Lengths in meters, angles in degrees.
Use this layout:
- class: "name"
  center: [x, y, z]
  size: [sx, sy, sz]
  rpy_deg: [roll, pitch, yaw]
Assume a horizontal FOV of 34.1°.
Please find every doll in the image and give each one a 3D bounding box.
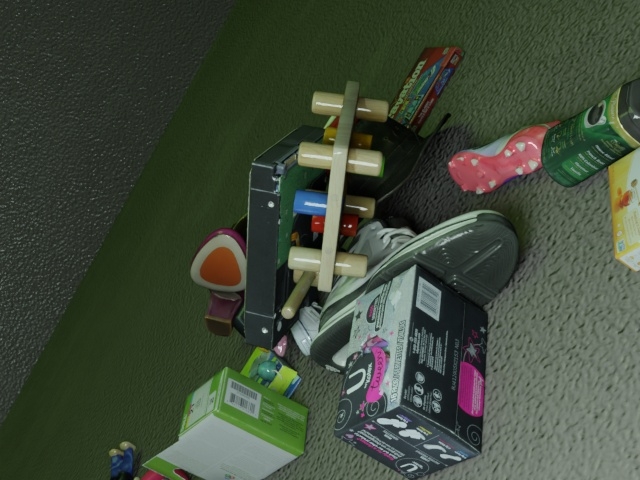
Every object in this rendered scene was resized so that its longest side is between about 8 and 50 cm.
- class: "doll"
  center: [-0.456, 0.555, 2.358]
  size: [0.129, 0.046, 0.189]
  rpy_deg: [-35, 37, 24]

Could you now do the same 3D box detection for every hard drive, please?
- class: "hard drive"
  center: [-0.120, 0.119, 2.113]
  size: [0.172, 0.054, 0.255]
  rpy_deg: [-62, -1, -9]
- class: "hard drive"
  center: [-0.060, -0.010, 1.825]
  size: [0.237, 0.064, 0.339]
  rpy_deg: [-48, -34, -59]

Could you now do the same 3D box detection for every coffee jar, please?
- class: "coffee jar"
  center: [0.409, -0.154, 1.501]
  size: [0.184, 0.079, 0.096]
  rpy_deg: [-32, 31, 47]

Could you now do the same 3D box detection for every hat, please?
- class: "hat"
  center: [0.095, -0.149, 1.922]
  size: [0.331, 0.134, 0.331]
  rpy_deg: [-48, 3, 3]

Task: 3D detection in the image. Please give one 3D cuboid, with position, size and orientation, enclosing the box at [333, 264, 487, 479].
- class: "box"
  center: [0.132, 0.191, 1.508]
  size: [0.142, 0.163, 0.247]
  rpy_deg: [-35, 32, 39]

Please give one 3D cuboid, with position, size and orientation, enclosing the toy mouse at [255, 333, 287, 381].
- class: "toy mouse"
  center: [-0.094, 0.209, 1.947]
  size: [0.143, 0.031, 0.161]
  rpy_deg: [-103, 33, -52]

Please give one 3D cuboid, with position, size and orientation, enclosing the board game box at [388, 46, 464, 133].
- class: "board game box"
  center: [0.185, -0.276, 2.158]
  size: [0.281, 0.027, 0.145]
  rpy_deg: [-59, 22, -3]

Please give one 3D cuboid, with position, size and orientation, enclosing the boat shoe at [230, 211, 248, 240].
- class: "boat shoe"
  center: [-0.197, -0.025, 2.558]
  size: [0.152, 0.056, 0.049]
  rpy_deg: [-50, 30, 18]

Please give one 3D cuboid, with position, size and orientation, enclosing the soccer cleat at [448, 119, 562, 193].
- class: "soccer cleat"
  center: [0.304, -0.138, 1.714]
  size: [0.095, 0.083, 0.248]
  rpy_deg: [-35, 8, -26]

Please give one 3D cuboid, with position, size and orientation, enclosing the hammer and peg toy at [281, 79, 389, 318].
- class: "hammer and peg toy"
  center: [0.026, -0.040, 1.656]
  size: [0.266, 0.127, 0.361]
  rpy_deg: [-79, -4, -59]

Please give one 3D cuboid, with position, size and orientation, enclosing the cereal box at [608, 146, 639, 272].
- class: "cereal box"
  center: [0.477, -0.084, 1.321]
  size: [0.240, 0.047, 0.173]
  rpy_deg: [-37, 31, 39]

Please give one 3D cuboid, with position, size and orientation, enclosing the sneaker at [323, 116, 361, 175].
- class: "sneaker"
  center: [0.031, -0.206, 2.301]
  size: [0.221, 0.087, 0.128]
  rpy_deg: [-60, 22, -2]

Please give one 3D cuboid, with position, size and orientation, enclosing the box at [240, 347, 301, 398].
- class: "box"
  center: [-0.105, 0.273, 2.027]
  size: [0.109, 0.042, 0.178]
  rpy_deg: [-58, 23, 1]

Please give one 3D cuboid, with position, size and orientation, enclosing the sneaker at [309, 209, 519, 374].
- class: "sneaker"
  center: [0.141, 0.018, 1.700]
  size: [0.447, 0.169, 0.258]
  rpy_deg: [-39, 31, 41]

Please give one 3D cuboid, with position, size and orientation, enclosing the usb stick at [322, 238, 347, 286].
- class: "usb stick"
  center: [0.003, 0.037, 2.021]
  size: [0.278, 0.045, 0.077]
  rpy_deg: [26, 101, 52]

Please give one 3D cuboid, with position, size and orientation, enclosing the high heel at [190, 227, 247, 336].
- class: "high heel"
  center: [-0.185, 0.036, 2.125]
  size: [0.377, 0.127, 0.181]
  rpy_deg: [108, 178, -57]

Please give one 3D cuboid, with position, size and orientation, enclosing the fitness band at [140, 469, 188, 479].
- class: "fitness band"
  center: [-0.359, 0.590, 2.126]
  size: [0.291, 0.054, 0.209]
  rpy_deg: [-55, 26, 8]

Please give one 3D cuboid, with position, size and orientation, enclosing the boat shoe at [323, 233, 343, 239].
- class: "boat shoe"
  center: [0.000, 0.000, 2.144]
  size: [0.184, 0.066, 0.063]
  rpy_deg: [-56, 22, 28]

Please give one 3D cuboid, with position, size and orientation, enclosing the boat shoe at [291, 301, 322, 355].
- class: "boat shoe"
  center: [-0.024, 0.155, 1.995]
  size: [0.075, 0.083, 0.226]
  rpy_deg: [-29, 24, -3]

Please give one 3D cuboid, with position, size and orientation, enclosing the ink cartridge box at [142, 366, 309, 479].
- class: "ink cartridge box"
  center: [-0.173, 0.355, 1.871]
  size: [0.255, 0.188, 0.097]
  rpy_deg: [-39, 31, 38]
